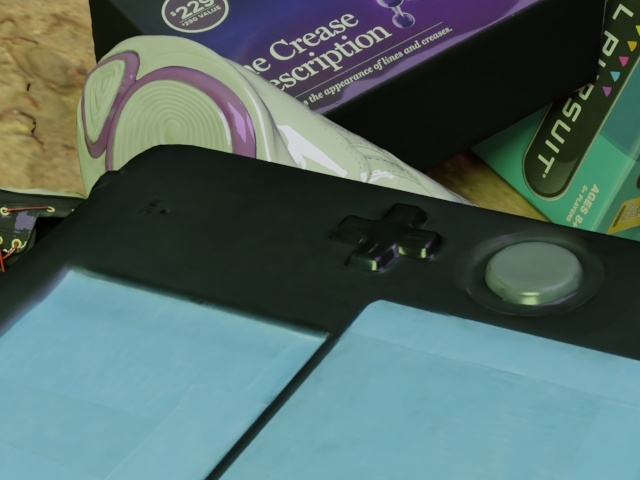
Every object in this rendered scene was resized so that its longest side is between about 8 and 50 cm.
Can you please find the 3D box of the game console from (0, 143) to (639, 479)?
[{"bbox_3d":[-0.029,0.096,0.655,0.342,0.060,0.386,17,40,25],"label":"game console"}]

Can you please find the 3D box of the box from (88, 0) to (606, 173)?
[{"bbox_3d":[0.017,-0.129,1.098,0.261,0.103,0.184,-30,52,-24],"label":"box"}]

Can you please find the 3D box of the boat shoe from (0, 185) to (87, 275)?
[{"bbox_3d":[-0.162,-0.001,0.923,0.133,0.049,0.042,-3,31,-43],"label":"boat shoe"}]

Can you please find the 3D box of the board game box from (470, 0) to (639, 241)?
[{"bbox_3d":[0.143,-0.196,1.215,0.079,0.254,0.336,-5,40,-45],"label":"board game box"}]

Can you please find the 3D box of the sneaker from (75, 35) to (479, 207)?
[{"bbox_3d":[0.000,0.000,0.913,0.305,0.114,0.152,34,9,26],"label":"sneaker"}]
